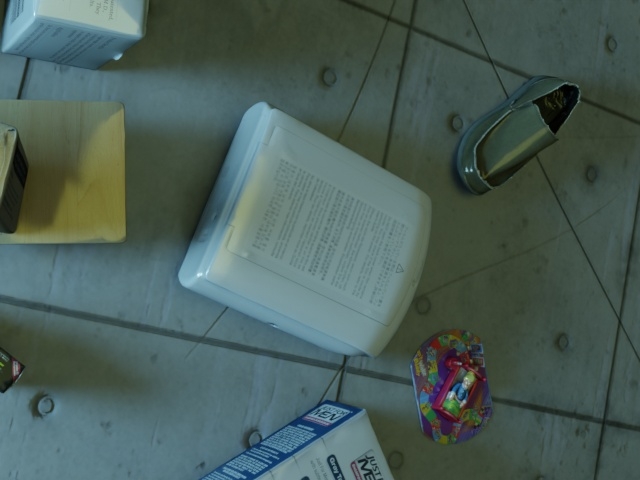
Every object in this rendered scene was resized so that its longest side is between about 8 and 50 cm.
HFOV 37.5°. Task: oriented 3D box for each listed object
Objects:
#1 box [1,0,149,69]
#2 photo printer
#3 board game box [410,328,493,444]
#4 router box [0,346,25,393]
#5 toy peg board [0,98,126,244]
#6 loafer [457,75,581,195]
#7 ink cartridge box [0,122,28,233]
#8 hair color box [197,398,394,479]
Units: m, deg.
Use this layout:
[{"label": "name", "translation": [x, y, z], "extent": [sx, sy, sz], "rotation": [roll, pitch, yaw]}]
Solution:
[{"label": "box", "translation": [-0.270, -0.300, 1.042], "extent": [0.119, 0.181, 0.181], "rotation": [7, 85, -29]}, {"label": "photo printer", "translation": [0.000, 0.000, 1.224], "extent": [0.308, 0.107, 0.256], "rotation": [26, 77, -26]}, {"label": "board game box", "translation": [0.201, 0.215, 1.371], "extent": [0.133, 0.033, 0.168], "rotation": [-12, 94, -29]}, {"label": "router box", "translation": [-0.384, 0.111, 1.020], "extent": [0.122, 0.092, 0.038], "rotation": [45, 69, -21]}, {"label": "toy peg board", "translation": [-0.308, -0.075, 1.088], "extent": [0.161, 0.079, 0.161], "rotation": [-1, 88, -13]}, {"label": "loafer", "translation": [0.298, -0.166, 1.402], "extent": [0.251, 0.087, 0.094], "rotation": [-48, 110, -21]}, {"label": "ink cartridge box", "translation": [-0.415, -0.080, 0.922], "extent": [0.235, 0.193, 0.088], "rotation": [13, 82, -13]}, {"label": "hair color box", "translation": [-0.071, 0.362, 1.177], "extent": [0.347, 0.105, 0.173], "rotation": [-27, 102, -26]}]
